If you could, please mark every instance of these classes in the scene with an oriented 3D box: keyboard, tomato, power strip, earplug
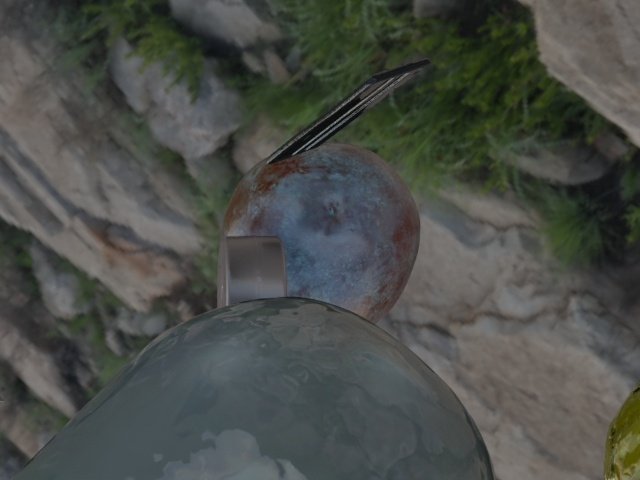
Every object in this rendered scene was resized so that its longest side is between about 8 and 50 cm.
[{"bbox_3d":[0.003,-0.134,1.402,0.041,0.103,0.381,61,146,9],"label":"keyboard"},{"bbox_3d":[0.000,0.000,1.745,0.316,0.317,0.282,37,165,6],"label":"tomato"},{"bbox_3d":[-0.088,0.071,1.409,0.078,0.154,0.154,0,145,-11],"label":"power strip"},{"bbox_3d":[-0.062,0.232,0.744,0.312,0.394,0.313,40,164,14],"label":"earplug"}]

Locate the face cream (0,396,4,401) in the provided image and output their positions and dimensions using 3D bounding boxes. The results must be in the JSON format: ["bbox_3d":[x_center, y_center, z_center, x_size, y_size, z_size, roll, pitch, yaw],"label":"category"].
[{"bbox_3d":[-0.559,0.194,1.673,0.137,0.084,0.341,26,171,-20],"label":"face cream"}]

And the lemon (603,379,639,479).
[{"bbox_3d":[0.433,0.236,1.173,0.260,0.284,0.260,17,139,16],"label":"lemon"}]
